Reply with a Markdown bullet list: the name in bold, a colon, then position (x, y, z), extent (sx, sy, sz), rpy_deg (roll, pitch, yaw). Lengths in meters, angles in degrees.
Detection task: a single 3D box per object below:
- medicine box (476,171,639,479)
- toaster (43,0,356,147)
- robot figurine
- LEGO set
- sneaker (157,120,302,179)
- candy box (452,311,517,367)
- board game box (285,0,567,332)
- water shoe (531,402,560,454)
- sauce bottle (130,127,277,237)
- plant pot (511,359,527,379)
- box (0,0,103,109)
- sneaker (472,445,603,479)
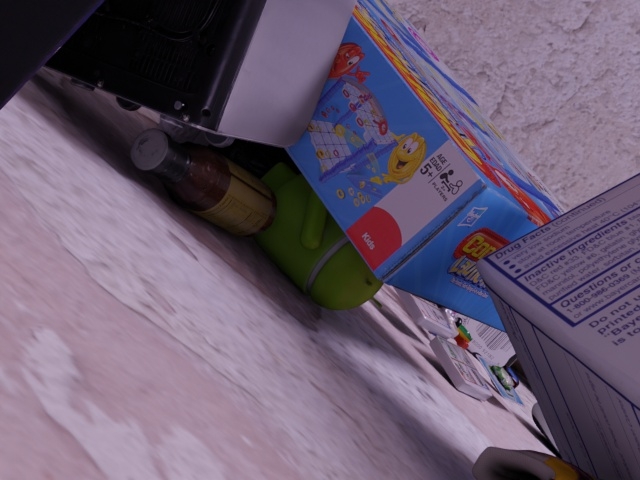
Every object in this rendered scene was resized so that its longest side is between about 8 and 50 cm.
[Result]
- **medicine box**: position (0.243, 0.126, 0.700), extent (0.263, 0.149, 0.289), rpy_deg (64, -7, -22)
- **toaster**: position (-0.075, -0.160, 0.771), extent (0.168, 0.186, 0.110), rpy_deg (23, 4, 30)
- **robot figurine**: position (0.000, 0.000, 0.871), extent (0.115, 0.067, 0.101), rpy_deg (45, -5, 22)
- **LEGO set**: position (0.111, 0.087, 1.202), extent (0.182, 0.060, 0.244), rpy_deg (59, 14, 25)
- **sneaker**: position (-0.044, -0.081, 1.039), extent (0.153, 0.101, 0.268), rpy_deg (42, 12, -11)
- **candy box**: position (0.125, 0.032, 1.441), extent (0.233, 0.071, 0.159), rpy_deg (41, 7, -14)
- **board game box**: position (0.055, -0.084, 0.927), extent (0.308, 0.086, 0.302), rpy_deg (55, 15, 26)
- **water shoe**: position (0.290, 0.204, 1.249), extent (0.203, 0.080, 0.073), rpy_deg (41, 6, -18)
- **sauce bottle**: position (-0.071, -0.037, 0.790), extent (0.042, 0.042, 0.128), rpy_deg (46, 6, 31)
- **plant pot**: position (0.345, 0.121, 1.604), extent (0.229, 0.263, 0.263), rpy_deg (24, 2, 12)
- **box**: position (-0.130, -0.157, 0.580), extent (0.103, 0.184, 0.261), rpy_deg (40, 7, -18)
- **sneaker**: position (0.133, 0.165, 0.628), extent (0.084, 0.069, 0.185), rpy_deg (27, 8, -24)
